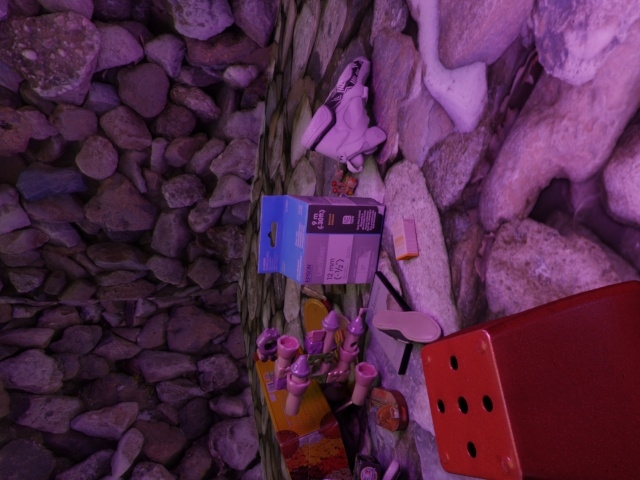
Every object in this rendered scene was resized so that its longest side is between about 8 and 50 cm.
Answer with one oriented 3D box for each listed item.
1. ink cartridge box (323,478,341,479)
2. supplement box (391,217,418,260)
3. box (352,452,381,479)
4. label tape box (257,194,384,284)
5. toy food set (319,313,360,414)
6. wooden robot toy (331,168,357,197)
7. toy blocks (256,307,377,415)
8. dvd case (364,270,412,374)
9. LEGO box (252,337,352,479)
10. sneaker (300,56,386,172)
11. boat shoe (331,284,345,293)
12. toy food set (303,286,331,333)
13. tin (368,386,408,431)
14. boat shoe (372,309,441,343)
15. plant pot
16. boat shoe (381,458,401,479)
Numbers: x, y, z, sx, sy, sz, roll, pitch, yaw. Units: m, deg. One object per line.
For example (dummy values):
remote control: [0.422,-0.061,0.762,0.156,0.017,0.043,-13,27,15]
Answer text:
ink cartridge box: [0.143,0.734,1.072,0.072,0.303,0.308,2,-94,-73]
supplement box: [0.220,-0.002,1.214,0.062,0.036,0.099,142,126,-67]
box: [0.114,0.714,1.285,0.270,0.060,0.217,84,-163,-70]
label tape box: [0.000,0.000,1.381,0.115,0.347,0.249,-133,46,-63]
toy food set: [0.054,0.433,1.627,0.220,0.092,0.306,118,146,-55]
wooden robot toy: [0.089,-0.178,1.561,0.079,0.076,0.174,-39,53,53]
toy blocks: [-0.010,0.311,1.405,0.309,0.288,0.260,-133,49,-55]
dvd case: [0.193,0.225,1.318,0.253,0.022,0.181,-123,37,-58]
LEGO box: [-0.069,0.656,1.684,0.500,0.193,0.373,-130,25,-63]
sneaker: [0.107,-0.374,1.410,0.366,0.210,0.137,-60,8,-22]
boat shoe: [0.065,0.117,1.682,0.056,0.048,0.153,107,165,-71]
toy food set: [0.003,0.285,1.830,0.128,0.071,0.218,13,112,37]
tin: [0.189,0.470,1.313,0.189,0.040,0.106,153,111,-70]
boat shoe: [0.222,0.221,1.158,0.206,0.065,0.075,4,53,51]
plant pot: [0.300,0.222,0.665,0.267,0.235,0.268,131,135,-63]
boat shoe: [0.195,0.671,1.254,0.070,0.077,0.220,23,128,23]
